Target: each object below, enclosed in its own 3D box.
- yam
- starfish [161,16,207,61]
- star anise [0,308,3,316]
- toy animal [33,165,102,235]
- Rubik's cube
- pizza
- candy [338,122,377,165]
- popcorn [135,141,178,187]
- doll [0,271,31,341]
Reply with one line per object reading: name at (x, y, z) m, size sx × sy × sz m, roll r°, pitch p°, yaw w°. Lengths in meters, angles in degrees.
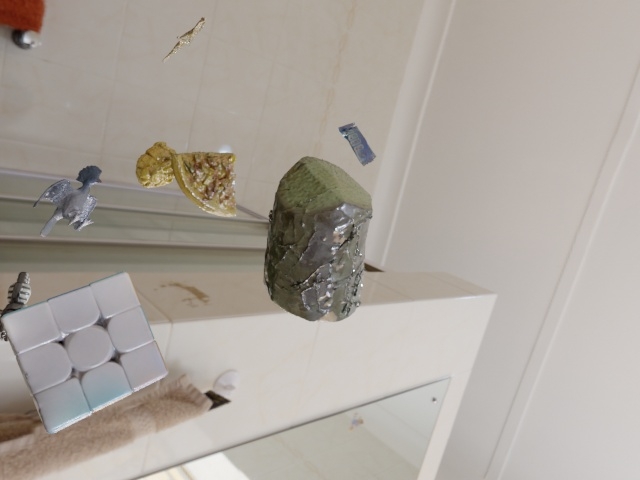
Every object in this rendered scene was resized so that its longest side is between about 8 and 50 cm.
yam at (-0.005, -0.001, 0.909) m, size 0.202 × 0.201 × 0.271 m, roll 42°, pitch -51°, yaw 34°
starfish at (-0.574, -0.877, 2.103) m, size 0.295 × 0.048 × 0.231 m, roll -35°, pitch -158°, yaw 26°
star anise at (-1.149, 0.259, 1.686) m, size 0.056 × 0.129 × 0.124 m, roll 96°, pitch -18°, yaw -45°
toy animal at (-0.790, -0.117, 1.547) m, size 0.255 × 0.239 × 0.176 m, roll -30°, pitch -114°, yaw -4°
Rubik's cube at (-0.604, 0.274, 1.245) m, size 0.291 × 0.290 × 0.291 m, roll -20°, pitch -89°, yaw 59°
pizza at (-0.443, -0.207, 1.869) m, size 0.087 × 0.257 × 0.268 m, roll 31°, pitch -57°, yaw 52°
candy at (0.114, -0.286, 1.432) m, size 0.038 × 0.088 × 0.136 m, roll -35°, pitch -93°, yaw 41°
popcorn at (-0.624, -0.295, 1.895) m, size 0.140 × 0.194 × 0.163 m, roll 33°, pitch -48°, yaw 38°
doll at (-0.913, 0.198, 1.455) m, size 0.091 × 0.067 × 0.219 m, roll 123°, pitch -30°, yaw -49°
